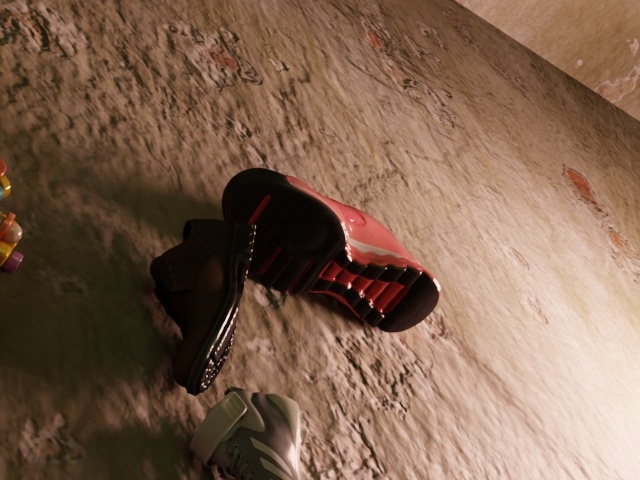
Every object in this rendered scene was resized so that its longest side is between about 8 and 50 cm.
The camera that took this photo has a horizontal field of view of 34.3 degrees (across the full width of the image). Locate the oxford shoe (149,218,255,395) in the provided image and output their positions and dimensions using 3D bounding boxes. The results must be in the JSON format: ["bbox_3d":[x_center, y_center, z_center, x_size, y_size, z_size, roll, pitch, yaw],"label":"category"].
[{"bbox_3d":[-0.123,0.060,0.998,0.096,0.083,0.227,13,35,-6],"label":"oxford shoe"}]

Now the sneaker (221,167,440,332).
[{"bbox_3d":[0.000,0.001,1.221,0.313,0.116,0.136,32,18,-33],"label":"sneaker"}]

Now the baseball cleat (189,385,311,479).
[{"bbox_3d":[-0.060,0.208,0.876,0.109,0.072,0.206,17,29,-16],"label":"baseball cleat"}]

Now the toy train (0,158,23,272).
[{"bbox_3d":[-0.312,-0.031,0.891,0.125,0.046,0.166,19,35,-38],"label":"toy train"}]
